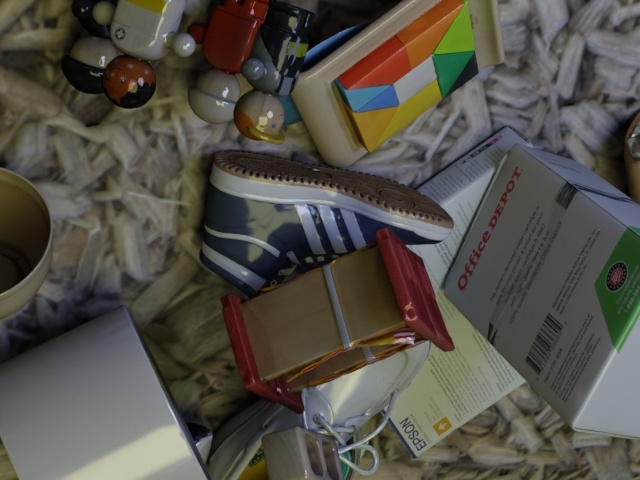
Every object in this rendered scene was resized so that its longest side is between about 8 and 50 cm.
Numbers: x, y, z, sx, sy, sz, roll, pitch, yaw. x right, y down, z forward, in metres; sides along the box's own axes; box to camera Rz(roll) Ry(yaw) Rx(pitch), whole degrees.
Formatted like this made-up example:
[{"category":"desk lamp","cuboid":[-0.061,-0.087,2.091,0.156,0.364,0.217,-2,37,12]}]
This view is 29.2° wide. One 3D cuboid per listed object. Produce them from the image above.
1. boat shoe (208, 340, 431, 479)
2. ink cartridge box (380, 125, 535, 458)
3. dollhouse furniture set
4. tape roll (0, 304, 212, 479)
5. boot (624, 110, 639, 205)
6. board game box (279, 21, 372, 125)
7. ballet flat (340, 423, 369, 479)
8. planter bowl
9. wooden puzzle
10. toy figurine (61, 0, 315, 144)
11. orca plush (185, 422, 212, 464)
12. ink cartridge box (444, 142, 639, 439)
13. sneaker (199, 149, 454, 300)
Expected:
[{"category":"boat shoe","cuboid":[-0.007,0.222,1.439,0.136,0.156,0.367,37,118,-26]},{"category":"ink cartridge box","cuboid":[0.175,0.073,1.543,0.330,0.071,0.324,-33,125,-1]},{"category":"dollhouse furniture set","cuboid":[0.050,0.199,1.266,0.201,0.374,0.152,-22,157,14]},{"category":"tape roll","cuboid":[-0.236,0.213,1.339,0.169,0.246,0.246,-25,125,-8]},{"category":"boot","cuboid":[0.415,-0.005,1.550,0.236,0.089,0.269,-57,142,-40]},{"category":"board game box","cuboid":[-0.002,-0.185,1.306,0.133,0.033,0.169,-34,164,2]},{"category":"ballet flat","cuboid":[0.038,0.245,1.588,0.068,0.072,0.213,-18,128,-38]},{"category":"planter bowl","cuboid":[-0.347,0.020,1.246,0.162,0.162,0.109,-17,150,-14]},{"category":"wooden puzzle","cuboid":[0.091,-0.178,1.316,0.238,0.044,0.221,-32,157,-1]},{"category":"toy figurine","cuboid":[-0.128,-0.181,1.174,0.213,0.209,0.148,14,102,-28]},{"category":"orca plush","cuboid":[-0.226,0.335,1.536,0.151,0.102,0.287,-45,158,-53]},{"category":"ink cartridge box","cuboid":[0.286,0.049,1.363,0.121,0.289,0.211,12,112,-31]},{"category":"sneaker","cuboid":[0.000,0.000,1.391,0.282,0.099,0.153,12,111,-13]}]
